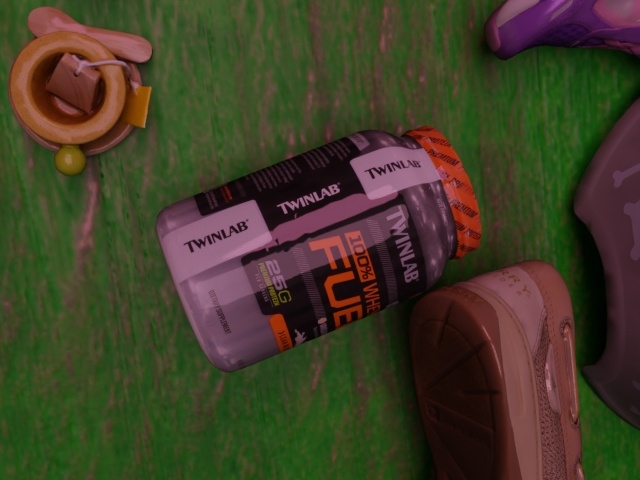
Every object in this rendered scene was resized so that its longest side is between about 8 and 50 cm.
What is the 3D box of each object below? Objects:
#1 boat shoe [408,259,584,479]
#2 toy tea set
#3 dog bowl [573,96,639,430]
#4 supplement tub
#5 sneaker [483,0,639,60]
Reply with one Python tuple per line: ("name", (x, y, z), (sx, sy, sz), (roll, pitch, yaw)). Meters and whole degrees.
("boat shoe", (0.145, 0.183, 0.512), (0.110, 0.121, 0.341), (-18, 113, -30))
("toy tea set", (-0.184, -0.210, 0.396), (0.199, 0.124, 0.336), (8, 96, -11))
("dog bowl", (0.364, 0.022, 0.530), (0.348, 0.102, 0.349), (-2, 102, -10))
("supplement tub", (0.000, 0.000, 0.463), (0.190, 0.117, 0.117), (-22, 101, -6))
("sneaker", (0.232, -0.161, 0.490), (0.236, 0.095, 0.105), (-20, 95, -8))
